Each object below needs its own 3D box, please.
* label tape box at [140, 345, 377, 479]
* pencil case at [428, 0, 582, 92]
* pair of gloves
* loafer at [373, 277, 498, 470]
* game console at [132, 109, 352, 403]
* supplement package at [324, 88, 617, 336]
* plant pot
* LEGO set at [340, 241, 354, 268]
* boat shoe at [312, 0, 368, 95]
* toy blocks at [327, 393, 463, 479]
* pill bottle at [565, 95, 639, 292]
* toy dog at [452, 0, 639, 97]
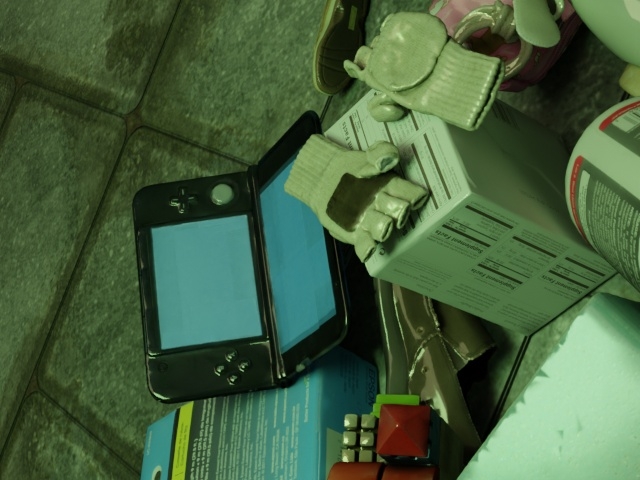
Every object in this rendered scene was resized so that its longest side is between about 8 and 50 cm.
[{"bbox_3d":[-0.087,0.304,1.498,0.347,0.115,0.249,-32,42,37],"label":"label tape box"},{"bbox_3d":[0.287,-0.356,1.359,0.386,0.160,0.167,-53,23,19],"label":"pencil case"},{"bbox_3d":[0.061,-0.113,1.186,0.240,0.042,0.204,-58,40,10],"label":"pair of gloves"},{"bbox_3d":[0.140,0.121,1.367,0.130,0.134,0.366,-8,71,13],"label":"loafer"},{"bbox_3d":[-0.103,0.020,1.416,0.250,0.173,0.293,-8,65,-1],"label":"game console"},{"bbox_3d":[0.163,-0.044,1.280,0.145,0.261,0.204,-41,47,29],"label":"supplement package"},{"bbox_3d":[0.307,0.226,1.034,0.252,0.247,0.248,43,107,34],"label":"plant pot"},{"bbox_3d":[0.000,0.000,1.628,0.182,0.060,0.244,40,114,45],"label":"LEGO set"},{"bbox_3d":[0.021,-0.287,1.706,0.072,0.068,0.190,-17,51,57],"label":"boat shoe"},{"bbox_3d":[0.061,0.305,1.107,0.190,0.261,0.382,0,70,16],"label":"toy blocks"},{"bbox_3d":[0.344,-0.015,1.047,0.176,0.176,0.318,-59,15,12],"label":"pill bottle"},{"bbox_3d":[0.287,-0.248,1.214,0.333,0.161,0.220,11,102,12],"label":"toy dog"}]
